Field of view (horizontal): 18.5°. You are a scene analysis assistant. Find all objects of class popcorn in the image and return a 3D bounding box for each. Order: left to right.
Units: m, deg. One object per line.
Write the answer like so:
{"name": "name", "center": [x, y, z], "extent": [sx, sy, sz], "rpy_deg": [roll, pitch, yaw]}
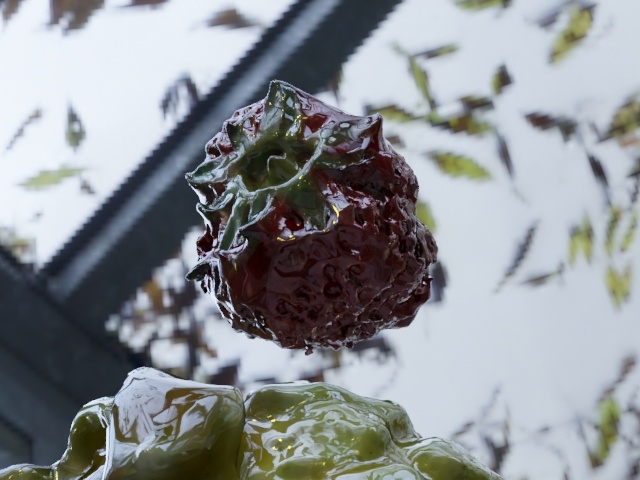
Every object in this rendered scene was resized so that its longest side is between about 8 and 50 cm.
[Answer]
{"name": "popcorn", "center": [-0.040, 0.168, 0.718], "extent": [0.258, 0.224, 0.270], "rpy_deg": [3, -58, -24]}

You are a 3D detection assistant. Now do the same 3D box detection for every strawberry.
{"name": "strawberry", "center": [0.000, 0.000, 1.430], "extent": [0.201, 0.187, 0.184], "rpy_deg": [40, -100, -41]}
